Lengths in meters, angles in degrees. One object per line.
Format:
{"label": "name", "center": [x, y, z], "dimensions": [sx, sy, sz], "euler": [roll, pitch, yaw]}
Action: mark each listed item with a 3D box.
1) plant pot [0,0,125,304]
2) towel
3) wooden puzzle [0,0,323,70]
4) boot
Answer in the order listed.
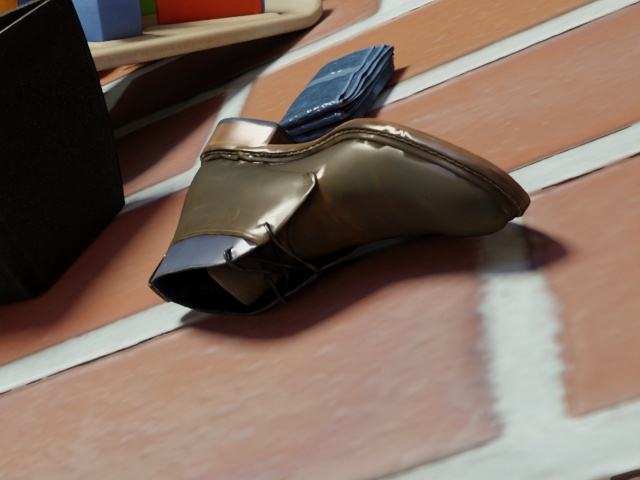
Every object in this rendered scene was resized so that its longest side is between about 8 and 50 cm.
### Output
{"label": "plant pot", "center": [-0.255, -0.051, 0.766], "dimensions": [0.188, 0.167, 0.187], "euler": [-14, 27, 31]}
{"label": "towel", "center": [0.010, -0.106, 0.768], "dimensions": [0.067, 0.029, 0.119], "euler": [-14, 27, 30]}
{"label": "wooden puzzle", "center": [-0.222, -0.221, 1.033], "dimensions": [0.322, 0.080, 0.348], "euler": [11, 28, 39]}
{"label": "boot", "center": [0.000, 0.000, 0.536], "dimensions": [0.219, 0.082, 0.106], "euler": [9, 64, 48]}
